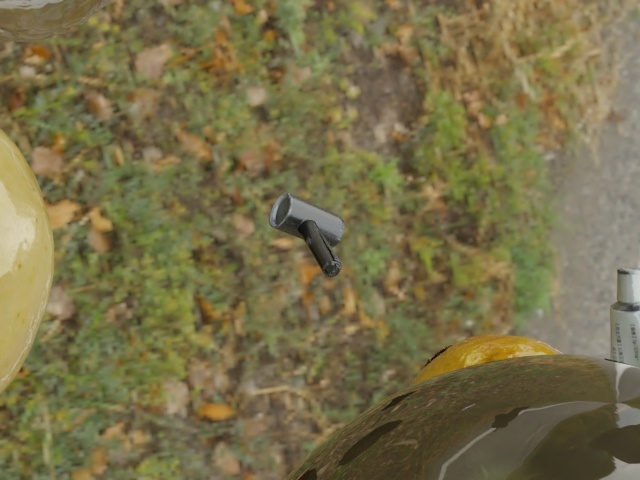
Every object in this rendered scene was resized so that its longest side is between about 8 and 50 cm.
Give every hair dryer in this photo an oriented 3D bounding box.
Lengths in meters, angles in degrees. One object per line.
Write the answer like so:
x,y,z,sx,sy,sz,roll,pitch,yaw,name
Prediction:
0.000,0.000,0.875,0.047,0.026,0.083,22,18,-27,hair dryer

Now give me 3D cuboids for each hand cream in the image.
0.274,0.128,1.148,0.038,0.052,0.216,-19,107,-42,hand cream

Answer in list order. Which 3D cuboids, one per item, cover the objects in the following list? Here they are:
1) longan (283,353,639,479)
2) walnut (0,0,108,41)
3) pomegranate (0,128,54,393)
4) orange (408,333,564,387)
0.110,0.181,0.578,0.350,0.288,0.289,14,68,-46,longan
-0.269,-0.279,1.260,0.230,0.178,0.178,-42,114,-46,walnut
-0.414,0.010,1.173,0.410,0.410,0.410,23,61,-51,pomegranate
0.181,0.201,1.343,0.193,0.219,0.219,-32,106,-62,orange
